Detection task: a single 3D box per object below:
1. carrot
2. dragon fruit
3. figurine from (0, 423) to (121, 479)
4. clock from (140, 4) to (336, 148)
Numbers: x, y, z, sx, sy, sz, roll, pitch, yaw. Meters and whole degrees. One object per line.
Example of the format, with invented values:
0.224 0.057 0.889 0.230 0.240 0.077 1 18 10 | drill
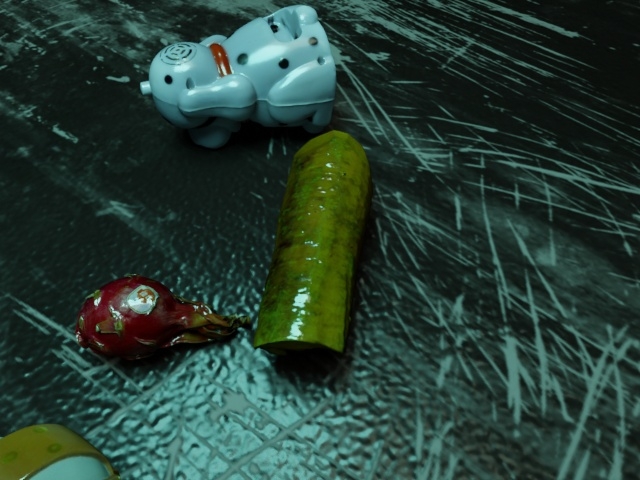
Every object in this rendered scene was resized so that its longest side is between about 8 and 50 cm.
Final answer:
0.000 0.000 0.581 0.114 0.114 0.301 7 57 5 | carrot
-0.175 0.081 0.542 0.191 0.094 0.094 -3 54 -8 | dragon fruit
-0.202 0.238 0.375 0.271 0.143 0.143 16 51 45 | figurine
-0.124 -0.226 0.704 0.254 0.189 0.189 -19 57 -14 | clock
